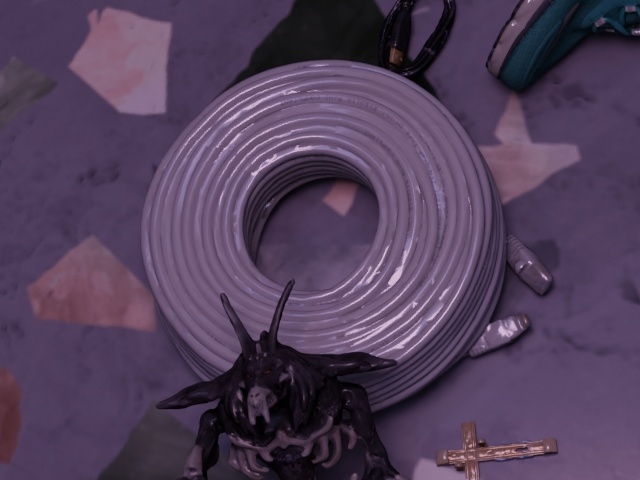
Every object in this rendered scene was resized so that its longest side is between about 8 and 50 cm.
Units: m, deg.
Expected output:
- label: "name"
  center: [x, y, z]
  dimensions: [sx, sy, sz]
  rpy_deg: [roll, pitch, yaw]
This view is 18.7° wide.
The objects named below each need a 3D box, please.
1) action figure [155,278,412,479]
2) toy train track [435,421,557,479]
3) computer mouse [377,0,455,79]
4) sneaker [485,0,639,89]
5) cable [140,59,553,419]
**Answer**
- label: "action figure"
  center: [-0.015, 0.169, 1.237]
  dimensions: [0.164, 0.141, 0.276]
  rpy_deg: [-13, 97, 4]
- label: "toy train track"
  center: [0.119, 0.144, 1.327]
  dimensions: [0.083, 0.014, 0.048]
  rpy_deg: [-7, 70, 9]
- label: "computer mouse"
  center: [0.071, -0.235, 1.457]
  dimensions: [0.071, 0.041, 0.242]
  rpy_deg: [0, 72, 11]
- label: "sneaker"
  center: [0.239, -0.189, 1.374]
  dimensions: [0.275, 0.107, 0.110]
  rpy_deg: [-35, 85, 5]
- label: "cable"
  center: [0.000, 0.000, 1.363]
  dimensions: [0.257, 0.089, 0.257]
  rpy_deg: [-32, 68, 0]
